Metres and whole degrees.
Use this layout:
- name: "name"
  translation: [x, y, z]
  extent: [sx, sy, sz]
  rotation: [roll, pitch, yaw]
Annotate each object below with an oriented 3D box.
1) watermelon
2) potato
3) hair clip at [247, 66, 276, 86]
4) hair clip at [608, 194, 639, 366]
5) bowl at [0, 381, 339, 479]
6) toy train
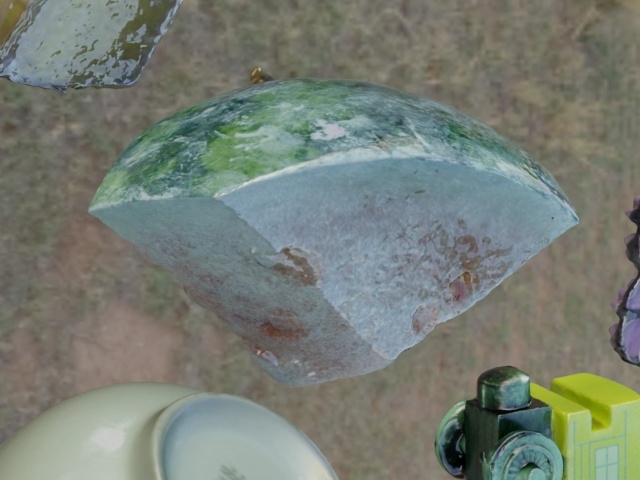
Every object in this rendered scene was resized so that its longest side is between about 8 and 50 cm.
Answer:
- name: "watermelon"
  translation: [0.000, 0.000, 1.025]
  extent: [0.228, 0.387, 0.258]
  rotation: [-122, -145, -65]
- name: "potato"
  translation: [-0.248, -0.302, 1.251]
  extent: [0.189, 0.211, 0.264]
  rotation: [10, 125, -47]
- name: "hair clip"
  translation: [0.060, -0.091, 1.270]
  extent: [0.095, 0.358, 0.110]
  rotation: [-56, 166, -56]
- name: "hair clip"
  translation: [0.352, 0.045, 1.247]
  extent: [0.106, 0.084, 0.292]
  rotation: [-4, 105, -16]
- name: "bowl"
  translation: [-0.096, 0.238, 0.929]
  extent: [0.185, 0.354, 0.354]
  rotation: [-51, 165, 29]
- name: "toy train"
  translation: [0.288, 0.364, 1.529]
  extent: [0.272, 0.179, 0.442]
  rotation: [-7, 102, -23]
